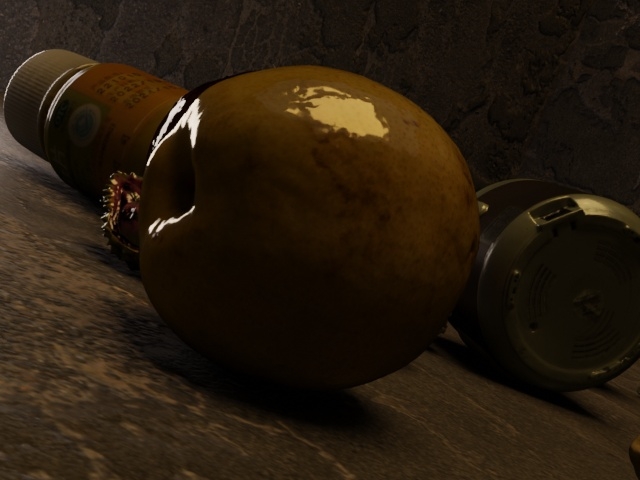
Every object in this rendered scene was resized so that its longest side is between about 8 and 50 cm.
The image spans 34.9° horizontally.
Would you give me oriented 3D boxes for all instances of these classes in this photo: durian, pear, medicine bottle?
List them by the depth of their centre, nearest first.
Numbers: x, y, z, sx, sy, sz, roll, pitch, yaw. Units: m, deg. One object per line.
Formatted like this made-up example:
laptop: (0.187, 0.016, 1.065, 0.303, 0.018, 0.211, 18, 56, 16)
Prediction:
pear: (-0.009, -0.011, 0.939, 0.314, 0.314, 0.314, 23, 5, -2)
durian: (-0.204, 0.005, 1.207, 0.187, 0.119, 0.108, 21, 41, 17)
medicine bottle: (-0.329, -0.172, 1.647, 0.384, 0.224, 0.224, 28, 6, 35)

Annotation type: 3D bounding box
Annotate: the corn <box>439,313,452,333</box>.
corn: (0.097, 0.085, 1.621, 0.260, 0.091, 0.091, 27, -30, 43)

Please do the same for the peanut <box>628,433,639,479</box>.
peanut: (0.482, 0.267, 1.087, 0.325, 0.140, 0.153, 21, 11, -6)

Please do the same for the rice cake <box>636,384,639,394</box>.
rice cake: (0.764, 0.348, 2.119, 0.211, 0.043, 0.034, 24, 0, 12)

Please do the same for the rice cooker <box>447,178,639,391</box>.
rice cooker: (0.354, 0.063, 1.659, 0.335, 0.335, 0.325, 22, 5, -15)

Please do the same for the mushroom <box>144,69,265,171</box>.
mushroom: (-0.053, -0.118, 1.457, 0.331, 0.356, 0.334, -9, -51, 39)
